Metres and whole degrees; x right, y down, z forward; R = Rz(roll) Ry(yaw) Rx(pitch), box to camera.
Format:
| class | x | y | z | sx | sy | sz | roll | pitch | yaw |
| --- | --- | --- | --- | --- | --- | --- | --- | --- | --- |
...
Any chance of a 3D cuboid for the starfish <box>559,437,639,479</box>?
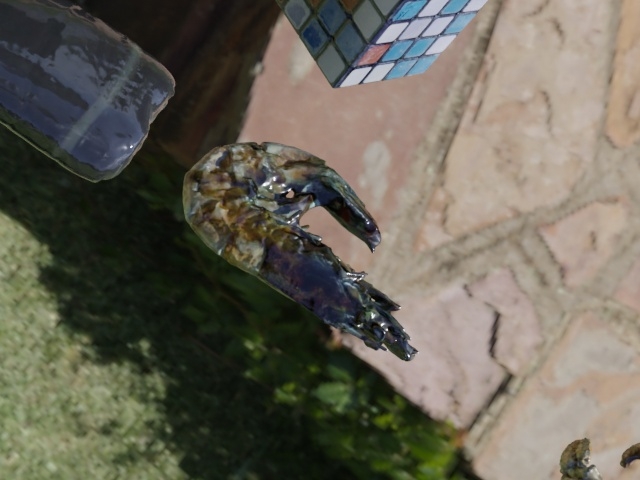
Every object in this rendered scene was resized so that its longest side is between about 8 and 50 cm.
| class | x | y | z | sx | sy | sz | roll | pitch | yaw |
| --- | --- | --- | --- | --- | --- | --- | --- | --- | --- |
| starfish | 0.181 | 0.225 | 0.834 | 0.053 | 0.150 | 0.209 | 10 | 90 | -65 |

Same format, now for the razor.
| class | x | y | z | sx | sy | sz | roll | pitch | yaw |
| --- | --- | --- | --- | --- | --- | --- | --- | --- | --- |
| razor | -0.343 | -0.209 | 1.585 | 0.349 | 0.204 | 0.113 | 29 | 132 | -11 |

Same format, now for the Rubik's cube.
| class | x | y | z | sx | sy | sz | roll | pitch | yaw |
| --- | --- | --- | --- | --- | --- | --- | --- | --- | --- |
| Rubik's cube | 0.039 | -0.165 | 0.899 | 0.092 | 0.092 | 0.092 | -16 | 157 | -43 |

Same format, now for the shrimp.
| class | x | y | z | sx | sy | sz | roll | pitch | yaw |
| --- | --- | --- | --- | --- | --- | --- | --- | --- | --- |
| shrimp | 0.000 | 0.000 | 0.765 | 0.091 | 0.161 | 0.034 | -47 | 172 | -29 |
